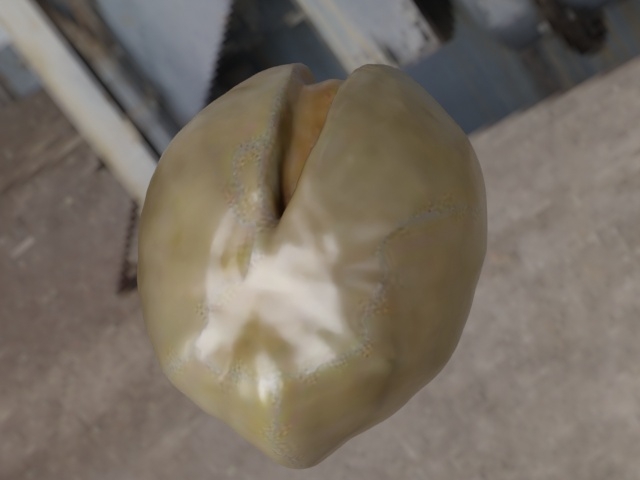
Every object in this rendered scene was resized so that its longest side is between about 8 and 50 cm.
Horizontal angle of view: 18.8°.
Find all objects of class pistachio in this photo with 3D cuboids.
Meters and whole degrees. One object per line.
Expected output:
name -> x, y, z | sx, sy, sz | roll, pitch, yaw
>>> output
pistachio -> 0.000, 0.000, 0.679 | 0.124, 0.124, 0.185 | -23, 15, 24
